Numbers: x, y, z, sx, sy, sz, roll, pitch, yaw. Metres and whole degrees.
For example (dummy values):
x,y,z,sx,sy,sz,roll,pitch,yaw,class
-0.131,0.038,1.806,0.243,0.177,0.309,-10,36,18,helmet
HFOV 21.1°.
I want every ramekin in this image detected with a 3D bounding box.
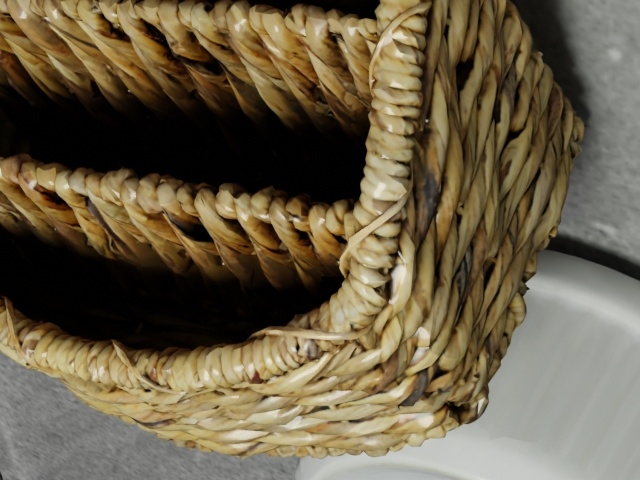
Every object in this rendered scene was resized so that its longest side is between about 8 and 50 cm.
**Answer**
x,y,z,sx,sy,sz,roll,pitch,yaw,class
0.109,0.141,0.899,0.273,0.127,0.273,22,143,18,ramekin

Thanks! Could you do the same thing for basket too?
x,y,z,sx,sy,sz,roll,pitch,yaw,class
-0.072,-0.043,0.749,0.299,0.213,0.223,11,156,33,basket
